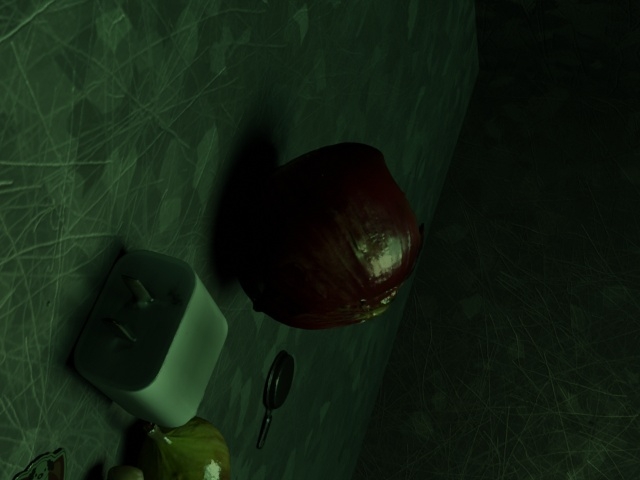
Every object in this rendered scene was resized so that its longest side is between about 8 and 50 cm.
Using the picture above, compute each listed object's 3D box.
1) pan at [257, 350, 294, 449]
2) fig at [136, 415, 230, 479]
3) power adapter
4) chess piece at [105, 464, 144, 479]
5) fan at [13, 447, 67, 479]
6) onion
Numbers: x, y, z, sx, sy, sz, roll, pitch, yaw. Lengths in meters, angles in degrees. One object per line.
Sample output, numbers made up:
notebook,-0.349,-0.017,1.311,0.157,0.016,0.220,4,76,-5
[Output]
pan,-0.101,0.365,2.079,0.136,0.028,0.235,-7,112,-73
fig,-0.207,0.321,1.403,0.160,0.143,0.230,-114,-154,-42
power adapter,-0.227,0.123,1.214,0.255,0.124,0.187,71,36,-64
chess piece,-0.312,0.515,1.339,0.117,0.117,0.396,-27,128,-70
fan,-0.370,0.374,1.170,0.132,0.009,0.219,-22,126,-68
onion,0.003,0.007,1.579,0.341,0.341,0.341,16,90,-75
